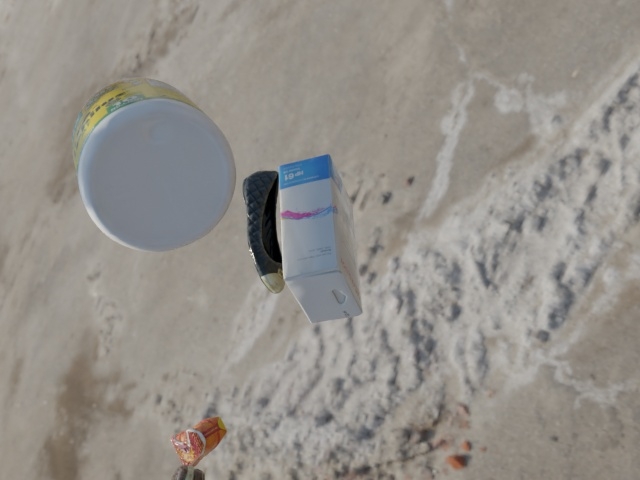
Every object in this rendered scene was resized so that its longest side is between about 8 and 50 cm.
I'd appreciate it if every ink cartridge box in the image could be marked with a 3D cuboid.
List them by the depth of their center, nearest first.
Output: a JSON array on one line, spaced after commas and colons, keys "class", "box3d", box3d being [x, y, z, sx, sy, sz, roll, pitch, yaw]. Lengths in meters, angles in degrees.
[{"class": "ink cartridge box", "box3d": [0.000, 0.000, 0.813, 0.052, 0.088, 0.122, -13, 56, 11]}]

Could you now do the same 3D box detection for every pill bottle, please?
[{"class": "pill bottle", "box3d": [-0.146, -0.073, 0.761, 0.117, 0.118, 0.208, -64, 22, 9]}]

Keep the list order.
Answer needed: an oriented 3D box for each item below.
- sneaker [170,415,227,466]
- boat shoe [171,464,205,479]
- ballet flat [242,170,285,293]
[{"class": "sneaker", "box3d": [-0.194, 0.326, 1.471, 0.064, 0.067, 0.175, 62, 149, 5]}, {"class": "boat shoe", "box3d": [-0.177, 0.425, 1.252, 0.095, 0.095, 0.257, -103, 26, -67]}, {"class": "ballet flat", "box3d": [-0.070, -0.014, 1.225, 0.049, 0.057, 0.173, -15, 75, 19]}]
